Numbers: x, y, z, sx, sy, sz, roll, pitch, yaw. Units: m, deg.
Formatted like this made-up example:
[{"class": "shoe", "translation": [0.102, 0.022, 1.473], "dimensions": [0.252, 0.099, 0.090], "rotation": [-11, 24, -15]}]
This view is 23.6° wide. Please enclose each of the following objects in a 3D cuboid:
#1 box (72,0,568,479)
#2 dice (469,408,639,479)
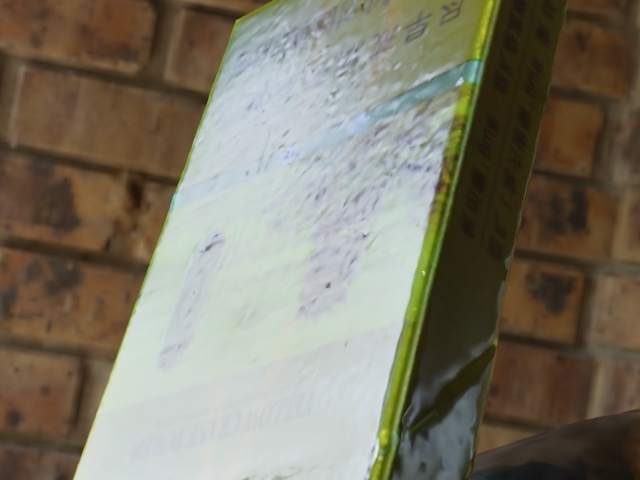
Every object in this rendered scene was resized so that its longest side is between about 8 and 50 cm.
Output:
[{"class": "box", "translation": [0.000, 0.000, 0.397], "dimensions": [0.030, 0.193, 0.121], "rotation": [36, -37, -30]}, {"class": "dice", "translation": [0.085, 0.161, 0.465], "dimensions": [0.181, 0.182, 0.183], "rotation": [1, -29, -46]}]
